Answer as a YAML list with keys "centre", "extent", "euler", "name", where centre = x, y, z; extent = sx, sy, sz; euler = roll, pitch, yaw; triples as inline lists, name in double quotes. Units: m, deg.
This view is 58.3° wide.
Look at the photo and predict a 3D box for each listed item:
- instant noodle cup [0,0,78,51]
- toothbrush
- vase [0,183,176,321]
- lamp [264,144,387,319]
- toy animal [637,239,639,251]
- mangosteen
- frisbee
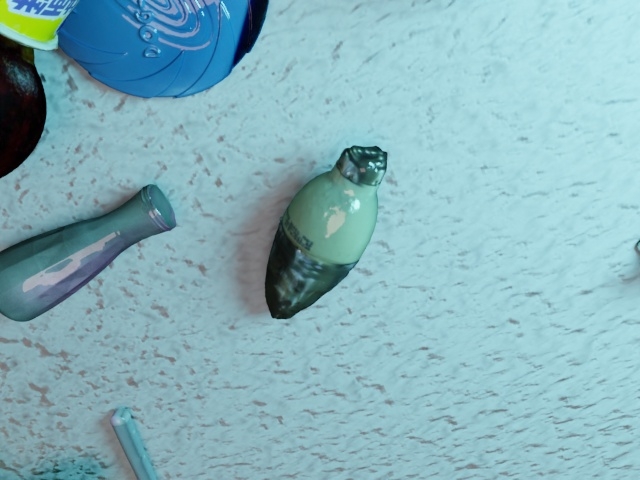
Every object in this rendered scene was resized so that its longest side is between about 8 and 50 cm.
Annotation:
- centre: [-0.236, -0.282, 0.433]
  extent: [0.174, 0.213, 0.213]
  euler: [-42, 108, 9]
  name: "instant noodle cup"
- centre: [-0.244, 0.386, 0.845]
  extent: [0.030, 0.025, 0.343]
  euler: [-8, 114, 6]
  name: "toothbrush"
- centre: [-0.268, 0.009, 0.653]
  extent: [0.214, 0.086, 0.086]
  euler: [-27, 111, 6]
  name: "vase"
- centre: [0.000, 0.000, 0.640]
  extent: [0.101, 0.101, 0.250]
  euler: [22, 124, -9]
  name: "lamp"
- centre: [0.449, 0.038, 0.670]
  extent: [0.124, 0.071, 0.085]
  euler: [35, 128, -23]
  name: "toy animal"
- centre: [-0.353, -0.145, 0.525]
  extent: [0.209, 0.210, 0.210]
  euler: [0, 114, 0]
  name: "mangosteen"
- centre: [-0.169, -0.257, 0.554]
  extent: [0.241, 0.045, 0.242]
  euler: [0, 115, 0]
  name: "frisbee"
